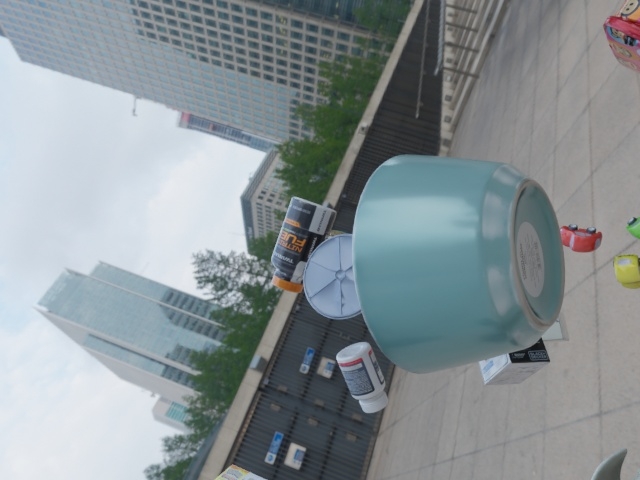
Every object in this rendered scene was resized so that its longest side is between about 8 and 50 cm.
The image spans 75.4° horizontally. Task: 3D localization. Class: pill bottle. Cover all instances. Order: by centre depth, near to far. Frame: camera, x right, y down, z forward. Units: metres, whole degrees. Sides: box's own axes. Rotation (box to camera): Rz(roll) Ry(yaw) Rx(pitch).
[{"bbox_3d":[-0.054,0.015,1.123,0.130,0.131,0.245,-13,-58,-81],"label":"pill bottle"},{"bbox_3d":[0.127,0.402,1.212,0.108,0.108,0.180,-33,-79,-79],"label":"pill bottle"}]

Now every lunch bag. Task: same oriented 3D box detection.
[{"bbox_3d":[0.627,-0.311,0.675,0.293,0.258,0.120,-6,-45,-46],"label":"lunch bag"}]

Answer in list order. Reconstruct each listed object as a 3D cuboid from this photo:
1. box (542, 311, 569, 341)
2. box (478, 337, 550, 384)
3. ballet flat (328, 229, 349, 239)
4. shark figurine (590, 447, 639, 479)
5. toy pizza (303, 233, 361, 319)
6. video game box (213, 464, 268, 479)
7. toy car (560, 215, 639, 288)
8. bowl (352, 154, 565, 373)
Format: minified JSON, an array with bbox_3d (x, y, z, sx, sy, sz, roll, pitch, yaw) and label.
[{"bbox_3d":[0.655,0.296,1.373,0.113,0.275,0.094,22,-120,-49],"label":"box"},{"bbox_3d":[0.420,0.176,0.987,0.169,0.087,0.289,90,178,-56],"label":"box"},{"bbox_3d":[0.000,0.000,1.377,0.067,0.206,0.073,-82,-3,-46],"label":"ballet flat"},{"bbox_3d":[0.318,0.244,0.360,0.278,0.166,0.116,-41,33,9],"label":"shark figurine"},{"bbox_3d":[0.052,0.083,0.961,0.032,0.201,0.201,32,-104,-57],"label":"toy pizza"},{"bbox_3d":[-0.235,0.688,1.079,0.187,0.205,0.048,-20,-80,-48],"label":"video game box"},{"bbox_3d":[0.737,0.002,0.997,0.053,0.239,0.225,-40,-16,-39],"label":"toy car"},{"bbox_3d":[0.202,0.021,0.539,0.312,0.163,0.311,9,-103,-44],"label":"bowl"}]
